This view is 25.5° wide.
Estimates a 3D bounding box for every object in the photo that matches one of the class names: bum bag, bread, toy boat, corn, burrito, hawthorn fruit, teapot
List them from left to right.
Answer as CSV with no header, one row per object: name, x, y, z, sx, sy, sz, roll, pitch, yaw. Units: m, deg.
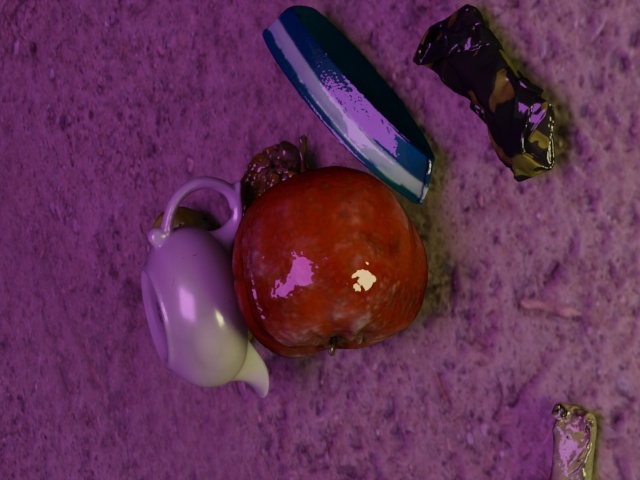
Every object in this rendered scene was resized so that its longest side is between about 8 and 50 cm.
bread,-0.181,0.022,1.961,0.139,0.071,0.130,29,114,40
teapot,-0.145,0.070,1.769,0.204,0.139,0.298,-135,35,-66
corn,-0.087,0.014,1.854,0.097,0.097,0.320,42,126,32
hawthorn fruit,0.000,0.000,1.670,0.242,0.242,0.271,-25,72,44
toy boat,0.043,-0.166,1.691,0.062,0.096,0.299,-49,66,27
bum bag,0.190,-0.164,1.565,0.232,0.060,0.107,53,138,27
burrito,0.279,0.265,1.569,0.051,0.042,0.171,11,102,40
